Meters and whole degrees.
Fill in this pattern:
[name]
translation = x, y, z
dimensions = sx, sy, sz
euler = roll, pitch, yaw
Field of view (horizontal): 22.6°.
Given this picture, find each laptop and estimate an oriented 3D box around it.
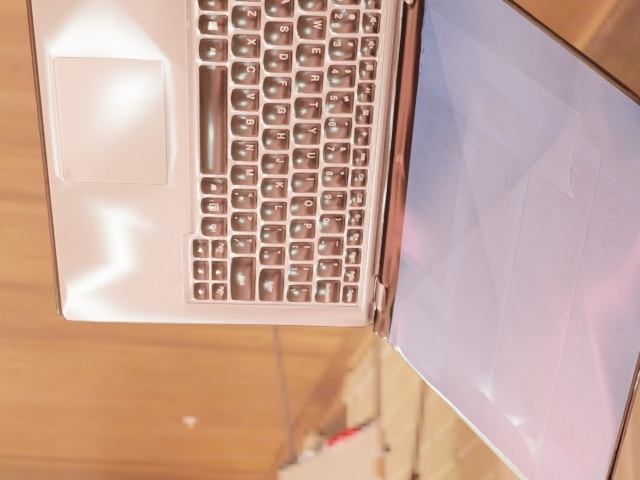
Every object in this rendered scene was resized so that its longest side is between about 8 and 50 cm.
[laptop]
translation = 0.000, 0.000, 1.096
dimensions = 0.408, 0.236, 0.382
euler = 1, 133, -2
